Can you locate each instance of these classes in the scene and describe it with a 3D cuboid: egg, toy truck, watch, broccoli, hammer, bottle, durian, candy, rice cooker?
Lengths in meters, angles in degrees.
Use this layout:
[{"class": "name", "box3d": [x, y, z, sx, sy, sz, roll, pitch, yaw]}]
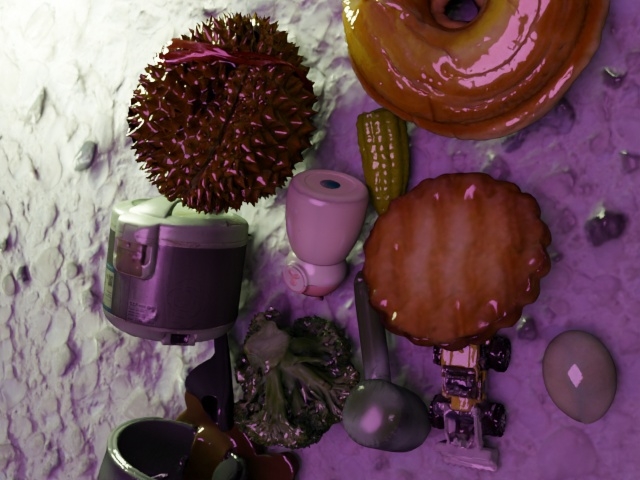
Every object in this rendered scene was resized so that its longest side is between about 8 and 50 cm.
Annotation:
[{"class": "egg", "box3d": [0.420, 0.221, 1.237, 0.114, 0.114, 0.152, -12, 87, 28]}, {"class": "toy truck", "box3d": [0.253, 0.271, 1.332, 0.136, 0.111, 0.285, 2, 94, 30]}, {"class": "watch", "box3d": [-0.260, 0.482, 1.496, 0.335, 0.327, 0.314, 23, 104, 24]}, {"class": "broccoli", "box3d": [-0.062, 0.256, 1.440, 0.262, 0.241, 0.269, 25, 59, 30]}, {"class": "hammer", "box3d": [0.109, 0.211, 1.388, 0.119, 0.206, 0.335, -14, 68, 20]}, {"class": "bottle", "box3d": [0.000, 0.000, 1.414, 0.148, 0.147, 0.236, 24, 120, 25]}, {"class": "durian", "box3d": [-0.173, -0.233, 1.396, 0.348, 0.347, 0.384, 34, 92, 22]}, {"class": "candy", "box3d": [0.117, -0.141, 1.392, 0.097, 0.097, 0.209, -1, 99, 28]}, {"class": "rice cooker", "box3d": [-0.289, 0.044, 1.508, 0.288, 0.288, 0.276, 14, 103, 27]}]

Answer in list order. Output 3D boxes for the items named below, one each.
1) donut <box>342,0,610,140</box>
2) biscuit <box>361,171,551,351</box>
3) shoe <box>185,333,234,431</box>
[{"class": "donut", "box3d": [0.240, -0.383, 1.252, 0.449, 0.198, 0.448, 0, 90, 26]}, {"class": "biscuit", "box3d": [0.228, 0.037, 1.288, 0.326, 0.107, 0.325, -13, 58, 22]}, {"class": "shoe", "box3d": [-0.223, 0.282, 1.528, 0.093, 0.241, 0.108, -4, 130, -5]}]
